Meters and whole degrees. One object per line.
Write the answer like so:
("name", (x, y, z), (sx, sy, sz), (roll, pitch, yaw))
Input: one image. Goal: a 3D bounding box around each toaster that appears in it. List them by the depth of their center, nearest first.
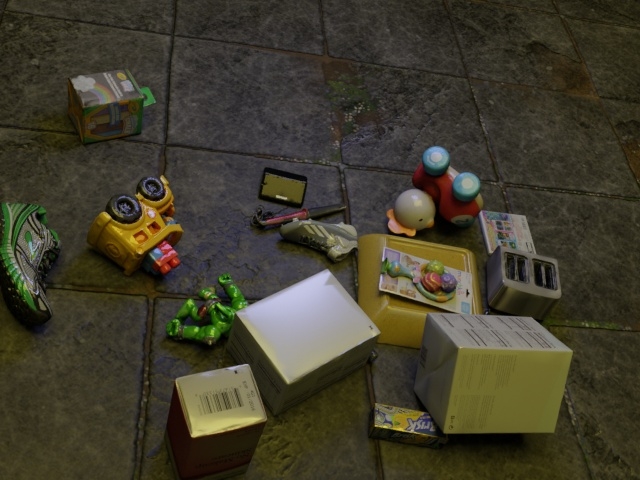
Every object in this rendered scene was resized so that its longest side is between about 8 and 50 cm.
("toaster", (0.519, 0.113, 2.027), (0.167, 0.110, 0.186), (13, 48, -4))

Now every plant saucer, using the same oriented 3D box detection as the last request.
("plant saucer", (0.262, 0.115, 1.967), (0.332, 0.081, 0.333), (9, 48, -8))

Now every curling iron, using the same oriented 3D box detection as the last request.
("curling iron", (-0.054, -0.076, 2.064), (0.273, 0.035, 0.068), (-9, 54, -23))

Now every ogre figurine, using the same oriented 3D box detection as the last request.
("ogre figurine", (-0.242, 0.165, 1.760), (0.118, 0.097, 0.197), (31, 36, 26))

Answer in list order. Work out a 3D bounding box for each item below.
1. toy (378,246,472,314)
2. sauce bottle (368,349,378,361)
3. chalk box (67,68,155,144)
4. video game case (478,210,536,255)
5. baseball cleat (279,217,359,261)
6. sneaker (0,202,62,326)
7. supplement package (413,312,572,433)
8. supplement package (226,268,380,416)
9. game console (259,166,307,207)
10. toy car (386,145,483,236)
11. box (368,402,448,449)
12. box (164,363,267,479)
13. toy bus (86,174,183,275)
("toy", (0.265, 0.088, 1.899), (0.237, 0.056, 0.137), (15, 49, -4))
("sauce bottle", (0.089, 0.229, 1.841), (0.042, 0.042, 0.128), (-25, 62, -33))
("chalk box", (-0.553, -0.364, 2.098), (0.213, 0.132, 0.132), (-15, 55, -29))
("video game case", (0.524, -0.015, 2.201), (0.143, 0.019, 0.157), (6, 50, -12))
("baseball cleat", (0.000, 0.000, 1.992), (0.205, 0.072, 0.110), (-1, 57, -13))
("sneaker", (-0.636, 0.036, 1.723), (0.146, 0.134, 0.344), (-9, 53, -25))
("supplement package", (0.372, 0.289, 1.724), (0.262, 0.200, 0.198), (4, 16, -14))
("supplement package", (-0.041, 0.221, 1.738), (0.261, 0.145, 0.204), (-23, 60, -33))
("game console", (-0.101, -0.146, 2.127), (0.122, 0.071, 0.107), (13, 78, -5))
("toy car", (0.291, -0.087, 2.108), (0.238, 0.219, 0.210), (-42, 69, -8))
("box", (0.192, 0.407, 1.710), (0.168, 0.054, 0.059), (12, 48, -8))
("box", (-0.206, 0.360, 1.506), (0.148, 0.232, 0.127), (-8, 53, -23))
("toy bus", (-0.401, -0.019, 1.848), (0.211, 0.149, 0.220), (43, 48, 4))
